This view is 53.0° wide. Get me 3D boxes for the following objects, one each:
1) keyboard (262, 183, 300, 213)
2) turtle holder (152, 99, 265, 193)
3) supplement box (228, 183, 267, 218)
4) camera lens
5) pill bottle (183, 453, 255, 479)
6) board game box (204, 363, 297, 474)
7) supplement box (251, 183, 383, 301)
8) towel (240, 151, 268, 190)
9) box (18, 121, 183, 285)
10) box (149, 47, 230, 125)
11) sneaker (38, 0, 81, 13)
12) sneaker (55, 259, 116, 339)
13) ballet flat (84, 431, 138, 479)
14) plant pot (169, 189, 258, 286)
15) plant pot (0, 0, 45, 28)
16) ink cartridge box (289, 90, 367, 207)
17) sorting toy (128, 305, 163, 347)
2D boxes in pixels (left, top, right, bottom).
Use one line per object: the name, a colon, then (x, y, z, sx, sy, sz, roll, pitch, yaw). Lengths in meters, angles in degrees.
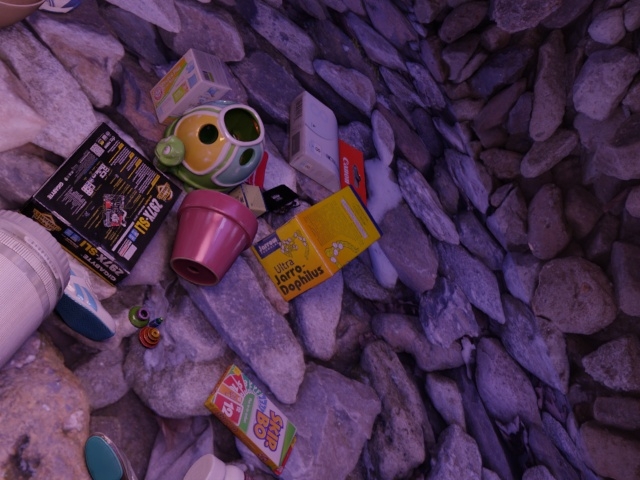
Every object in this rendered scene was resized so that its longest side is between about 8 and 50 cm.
keyboard: (-0.134, -0.114, 1.980, 0.100, 0.038, 0.192, 38, 33, 13)
turtle holder: (-0.293, -0.264, 1.688, 0.320, 0.227, 0.243, 13, 64, -38)
supplement box: (-0.209, -0.112, 1.850, 0.083, 0.056, 0.083, 4, 61, -50)
camera lens: (-0.584, 0.102, 1.078, 0.219, 0.219, 0.274, 46, 36, -16)
pill bottle: (-0.175, 0.545, 1.327, 0.221, 0.121, 0.121, 44, 37, -19)
board game box: (-0.153, 0.428, 1.525, 0.259, 0.039, 0.124, 51, 36, -15)
supplement box: (0.000, 0.000, 1.902, 0.195, 0.194, 0.356, 57, 35, -1)
towel: (-0.272, -0.275, 1.925, 0.275, 0.031, 0.199, 36, 39, -28)
box: (-0.489, -0.092, 1.475, 0.257, 0.079, 0.322, 44, 37, -22)
box: (-0.362, -0.413, 1.767, 0.103, 0.203, 0.114, 3, 60, -51)
sneaker: (-0.717, -0.668, 1.593, 0.296, 0.131, 0.112, 6, 57, -50)
sneaker: (-0.496, 0.107, 1.304, 0.228, 0.087, 0.092, 49, 33, -16)
ballet flat: (-0.376, 0.456, 1.211, 0.213, 0.072, 0.068, 62, 7, 4)
plant pot: (-0.275, 0.005, 1.579, 0.201, 0.201, 0.180, 37, 55, -28)
plant pot: (-0.765, -0.573, 1.405, 0.284, 0.191, 0.284, 30, 44, -34)
ink cartridge box: (0.054, -0.316, 2.307, 0.385, 0.091, 0.308, 28, 44, -34)
sorting toy: (-0.380, 0.185, 1.423, 0.061, 0.042, 0.102, -12, 73, -54)
